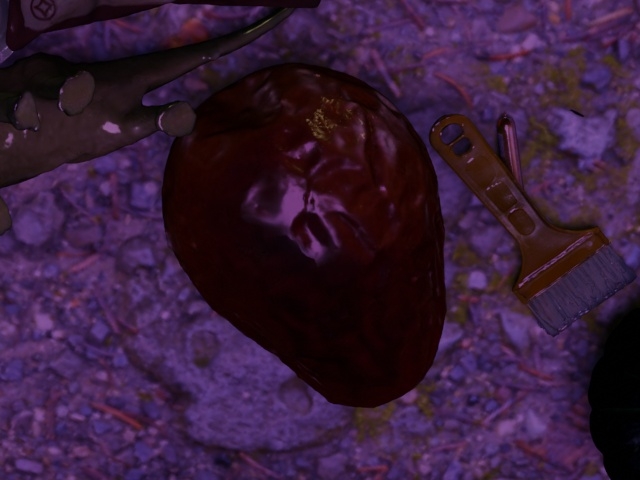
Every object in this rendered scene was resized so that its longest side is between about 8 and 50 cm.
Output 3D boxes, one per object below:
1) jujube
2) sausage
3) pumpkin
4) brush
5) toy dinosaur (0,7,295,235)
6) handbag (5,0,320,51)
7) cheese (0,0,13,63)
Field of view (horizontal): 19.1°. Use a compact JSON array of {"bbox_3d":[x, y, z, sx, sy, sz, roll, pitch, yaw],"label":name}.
[{"bbox_3d":[0.000,0.000,1.337,0.190,0.190,0.255,-24,128,2],"label":"jujube"},{"bbox_3d":[0.142,-0.047,1.408,0.015,0.015,0.100,-12,111,-3],"label":"sausage"},{"bbox_3d":[0.294,0.123,1.417,0.194,0.150,0.194,-1,99,-8],"label":"pumpkin"},{"bbox_3d":[0.148,-0.017,1.402,0.082,0.010,0.218,-38,121,6],"label":"brush"},{"bbox_3d":[-0.243,-0.077,1.331,0.447,0.301,0.087,-26,108,-30],"label":"toy dinosaur"},{"bbox_3d":[-0.114,-0.253,1.247,0.213,0.127,0.235,-7,98,-6],"label":"handbag"},{"bbox_3d":[-0.250,-0.168,1.290,0.121,0.026,0.067,45,98,11],"label":"cheese"}]
